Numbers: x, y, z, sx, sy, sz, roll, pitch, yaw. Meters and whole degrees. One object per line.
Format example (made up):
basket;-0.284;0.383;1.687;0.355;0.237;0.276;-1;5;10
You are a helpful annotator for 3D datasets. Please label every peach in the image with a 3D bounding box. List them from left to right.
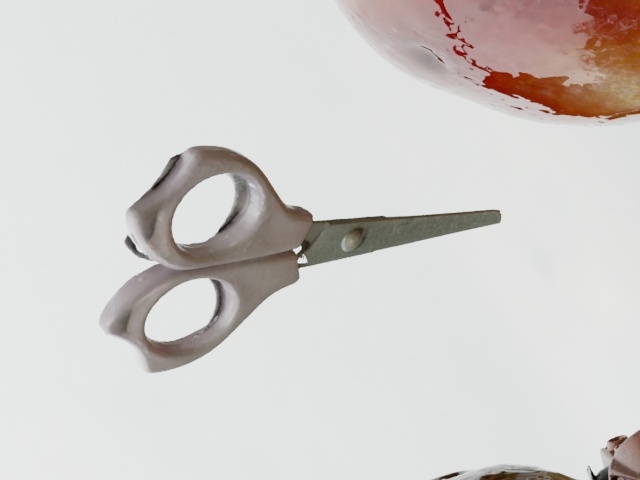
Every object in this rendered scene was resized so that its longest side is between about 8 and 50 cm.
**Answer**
peach;0.104;-0.146;0.795;0.243;0.243;0.199;-76;-31;-61

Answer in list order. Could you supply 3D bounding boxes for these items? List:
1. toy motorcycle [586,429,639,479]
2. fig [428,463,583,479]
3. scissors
toy motorcycle;0.217;0.163;1.207;0.212;0.084;0.118;-132;21;-85
fig;0.096;0.237;1.077;0.224;0.263;0.224;40;-158;-19
scissors;0.000;0.000;0.750;0.189;0.100;0.015;-10;-142;-36
